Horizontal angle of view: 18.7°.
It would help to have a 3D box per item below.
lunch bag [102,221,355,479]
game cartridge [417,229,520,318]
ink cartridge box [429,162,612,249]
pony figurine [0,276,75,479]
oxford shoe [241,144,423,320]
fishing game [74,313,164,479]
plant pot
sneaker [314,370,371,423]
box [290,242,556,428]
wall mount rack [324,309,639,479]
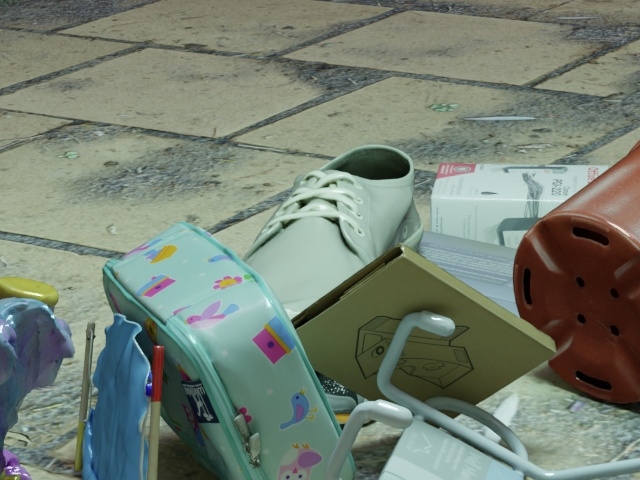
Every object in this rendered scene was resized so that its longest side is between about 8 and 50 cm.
[{"bbox_3d":[-0.084,0.120,1.692,0.108,0.224,0.279,-27,25,-14],"label":"lunch bag"},{"bbox_3d":[0.117,0.054,2.138,0.355,0.068,0.230,12,18,37],"label":"game cartridge"},{"bbox_3d":[0.244,-0.030,2.332,0.218,0.092,0.158,3,18,7],"label":"ink cartridge box"},{"bbox_3d":[-0.297,0.197,1.365,0.351,0.363,0.303,14,10,-2],"label":"pony figurine"},{"bbox_3d":[0.000,0.000,2.008,0.169,0.130,0.449,3,18,18],"label":"oxford shoe"},{"bbox_3d":[-0.164,0.157,1.642,0.041,0.189,0.264,4,-3,-20],"label":"fishing game"},{"bbox_3d":[0.350,0.020,1.937,0.272,0.272,0.265,16,33,43],"label":"plant pot"},{"bbox_3d":[0.051,0.119,1.897,0.215,0.083,0.084,-18,26,-39],"label":"sneaker"},{"bbox_3d":[0.084,0.092,1.743,0.201,0.164,0.021,31,37,-32],"label":"box"},{"bbox_3d":[0.171,0.192,1.602,0.304,0.130,0.350,27,23,4],"label":"wall mount rack"}]
